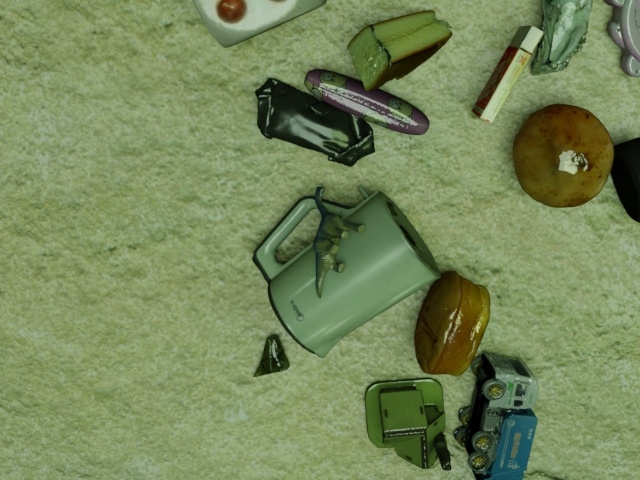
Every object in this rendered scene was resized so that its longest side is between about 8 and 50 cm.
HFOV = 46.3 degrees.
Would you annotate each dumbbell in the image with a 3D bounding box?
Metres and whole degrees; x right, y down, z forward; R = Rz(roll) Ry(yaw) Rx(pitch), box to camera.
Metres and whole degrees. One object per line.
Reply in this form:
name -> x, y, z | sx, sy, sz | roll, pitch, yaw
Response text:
dumbbell -> 0.872, -0.183, 1.764 | 0.322, 0.204, 0.204 | -19, 105, 7

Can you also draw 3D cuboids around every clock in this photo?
clock -> 0.781, -0.517, 1.728 | 0.227, 0.090, 0.248 | -13, 107, 6

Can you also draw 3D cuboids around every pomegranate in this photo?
pomegranate -> 0.565, -0.197, 1.763 | 0.248, 0.248, 0.248 | 0, 106, 1

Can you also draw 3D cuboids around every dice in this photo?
dice -> -0.146, -0.591, 1.650 | 0.259, 0.243, 0.251 | -22, 104, 10

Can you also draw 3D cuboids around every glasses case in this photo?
glasses case -> 0.111, -0.329, 1.779 | 0.316, 0.123, 0.076 | 21, 111, -5

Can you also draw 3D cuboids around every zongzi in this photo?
zongzi -> -0.149, 0.312, 2.019 | 0.113, 0.052, 0.104 | -16, 98, 19

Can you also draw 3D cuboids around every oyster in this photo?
oyster -> 0.570, -0.524, 1.731 | 0.199, 0.087, 0.252 | -28, 123, -11

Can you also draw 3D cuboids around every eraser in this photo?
eraser -> 0.430, -0.387, 1.737 | 0.038, 0.157, 0.230 | 27, 105, -3

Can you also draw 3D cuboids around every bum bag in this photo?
bum bag -> -0.018, -0.276, 1.826 | 0.326, 0.080, 0.142 | 24, 98, -2

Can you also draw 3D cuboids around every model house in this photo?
model house -> 0.232, 0.507, 1.947 | 0.218, 0.279, 0.205 | -6, 105, 2

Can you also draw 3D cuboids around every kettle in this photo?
kettle -> 0.044, 0.046, 1.853 | 0.376, 0.250, 0.361 | -37, 82, 14

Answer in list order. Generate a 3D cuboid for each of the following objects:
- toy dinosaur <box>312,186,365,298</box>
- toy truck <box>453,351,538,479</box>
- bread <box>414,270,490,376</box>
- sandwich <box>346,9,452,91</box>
toy dinosaur -> 0.000, 0.000, 1.759 | 0.075, 0.188, 0.248 | 23, 90, -40
toy truck -> 0.472, 0.487, 2.005 | 0.175, 0.146, 0.367 | 4, 110, -8
bread -> 0.325, 0.213, 1.901 | 0.142, 0.195, 0.270 | 17, 102, -11
sandwich -> 0.187, -0.449, 1.733 | 0.235, 0.128, 0.122 | -26, 86, -35
